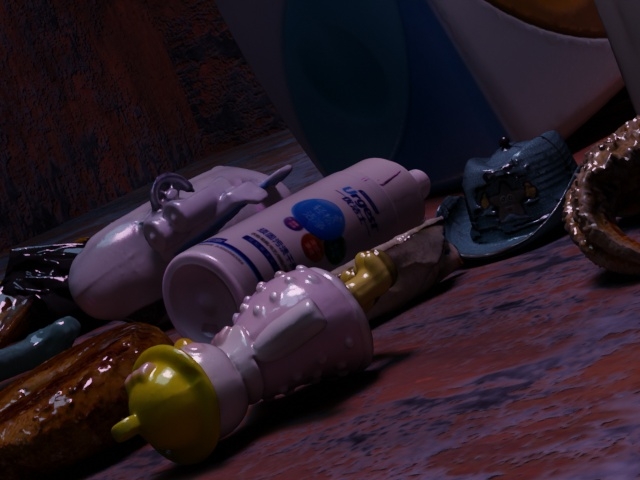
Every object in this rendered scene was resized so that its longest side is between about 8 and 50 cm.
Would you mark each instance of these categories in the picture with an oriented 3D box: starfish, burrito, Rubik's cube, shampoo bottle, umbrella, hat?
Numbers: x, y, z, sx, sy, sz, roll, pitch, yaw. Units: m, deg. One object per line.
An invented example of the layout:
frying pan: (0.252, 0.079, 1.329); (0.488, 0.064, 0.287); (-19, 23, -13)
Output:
starfish: (0.290, -0.078, 0.988); (0.303, 0.113, 0.312); (-21, 16, 25)
burrito: (0.038, 0.032, 1.109); (0.171, 0.051, 0.042); (-26, 15, -29)
Rubik's cube: (0.133, -0.275, 1.664); (0.352, 0.347, 0.352); (-45, 20, -32)
shampoo bottle: (0.000, 0.000, 1.295); (0.092, 0.092, 0.303); (-15, 10, 43)
umbrella: (-0.192, 0.022, 1.708); (0.340, 0.118, 0.118); (-19, 6, -23)
hat: (0.159, -0.048, 1.227); (0.138, 0.077, 0.191); (-16, 9, 26)

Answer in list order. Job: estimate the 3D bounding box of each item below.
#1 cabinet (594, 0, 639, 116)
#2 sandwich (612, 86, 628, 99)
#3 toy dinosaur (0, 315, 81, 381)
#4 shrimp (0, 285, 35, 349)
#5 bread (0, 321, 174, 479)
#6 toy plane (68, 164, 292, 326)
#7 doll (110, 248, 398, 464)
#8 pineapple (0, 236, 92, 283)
cabinet: (0.332, -0.197, 1.299); (0.145, 0.206, 0.150); (-23, 8, -9)
sandwich: (0.408, -0.226, 1.837); (0.215, 0.065, 0.186); (-18, 8, 25)
toy dinosaur: (-0.389, 0.179, 1.140); (0.383, 0.129, 0.331); (-34, -9, 22)
shrimp: (-0.368, 0.091, 1.558); (0.222, 0.054, 0.290); (-30, 21, 21)
bread: (-0.177, 0.120, 1.073); (0.193, 0.064, 0.193); (-27, 9, 5)
toy plane: (-0.129, 0.004, 1.509); (0.267, 0.122, 0.267); (-32, -8, -5)
doll: (-0.039, 0.072, 0.941); (0.207, 0.081, 0.129); (-28, -9, -29)
pineapple: (-0.357, 0.068, 1.869); (0.225, 0.076, 0.225); (-24, 6, 3)
